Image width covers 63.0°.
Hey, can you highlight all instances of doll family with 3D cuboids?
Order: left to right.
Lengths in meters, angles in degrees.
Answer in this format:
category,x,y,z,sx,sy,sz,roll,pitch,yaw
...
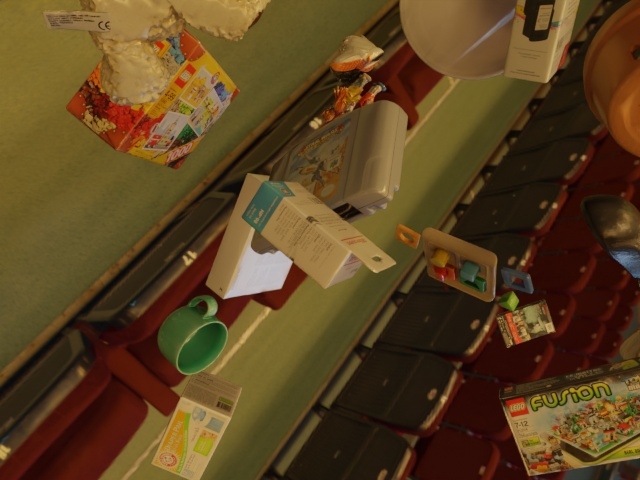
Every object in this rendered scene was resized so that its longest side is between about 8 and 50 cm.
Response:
category,x,y,z,sx,sy,sz,roll,pitch,yaw
doll family,0.081,-0.455,1.705,0.118,0.263,0.163,44,77,-15

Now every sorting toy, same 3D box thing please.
category,x,y,z,sx,sy,sz,roll,pitch,yaw
sorting toy,0.318,0.067,1.224,0.047,0.347,0.196,-52,149,-21

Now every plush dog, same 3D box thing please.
category,x,y,z,sx,sy,sz,roll,pitch,yaw
plush dog,-0.218,-0.334,0.649,0.210,0.262,0.226,41,26,-45

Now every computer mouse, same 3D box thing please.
category,x,y,z,sx,sy,sz,roll,pitch,yaw
computer mouse,0.576,-0.013,0.972,0.272,0.072,0.189,26,47,-37

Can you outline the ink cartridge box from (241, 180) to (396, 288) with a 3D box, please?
category,x,y,z,sx,sy,sz,roll,pitch,yaw
ink cartridge box,0.000,0.000,0.668,0.060,0.180,0.104,-55,164,17

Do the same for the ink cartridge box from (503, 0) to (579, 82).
category,x,y,z,sx,sy,sz,roll,pitch,yaw
ink cartridge box,0.355,-0.356,0.820,0.127,0.072,0.175,-41,141,-43

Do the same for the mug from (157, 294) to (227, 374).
category,x,y,z,sx,sy,sz,roll,pitch,yaw
mug,-0.269,0.192,1.108,0.158,0.097,0.129,-51,147,-13

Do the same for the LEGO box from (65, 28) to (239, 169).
category,x,y,z,sx,sy,sz,roll,pitch,yaw
LEGO box,-0.485,-0.444,1.625,0.193,0.500,0.372,40,94,1

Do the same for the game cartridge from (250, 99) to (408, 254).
category,x,y,z,sx,sy,sz,roll,pitch,yaw
game cartridge,0.006,-0.100,0.838,0.062,0.297,0.198,29,55,-34

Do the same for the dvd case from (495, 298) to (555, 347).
category,x,y,z,sx,sy,sz,roll,pitch,yaw
dvd case,0.488,0.198,1.244,0.013,0.119,0.087,-73,140,-72

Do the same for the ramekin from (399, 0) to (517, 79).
category,x,y,z,sx,sy,sz,roll,pitch,yaw
ramekin,0.294,-0.455,0.983,0.273,0.272,0.127,62,40,-32

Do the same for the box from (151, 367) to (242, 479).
category,x,y,z,sx,sy,sz,roll,pitch,yaw
box,-0.265,0.397,1.119,0.114,0.103,0.203,24,112,-4

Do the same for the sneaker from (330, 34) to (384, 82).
category,x,y,z,sx,sy,sz,roll,pitch,yaw
sneaker,0.092,-0.591,1.667,0.121,0.099,0.262,48,42,5

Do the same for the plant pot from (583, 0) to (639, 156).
category,x,y,z,sx,sy,sz,roll,pitch,yaw
plant pot,0.627,-0.276,0.933,0.203,0.290,0.291,-59,134,-42

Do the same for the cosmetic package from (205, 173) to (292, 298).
category,x,y,z,sx,sy,sz,roll,pitch,yaw
cosmetic package,-0.172,-0.013,1.631,0.284,0.097,0.377,-5,123,-59

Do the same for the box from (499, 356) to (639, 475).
category,x,y,z,sx,sy,sz,roll,pitch,yaw
box,0.351,0.225,0.671,0.114,0.206,0.036,68,22,0

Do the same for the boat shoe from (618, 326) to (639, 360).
category,x,y,z,sx,sy,sz,roll,pitch,yaw
boat shoe,0.526,0.142,0.794,0.062,0.059,0.170,1,130,-11
